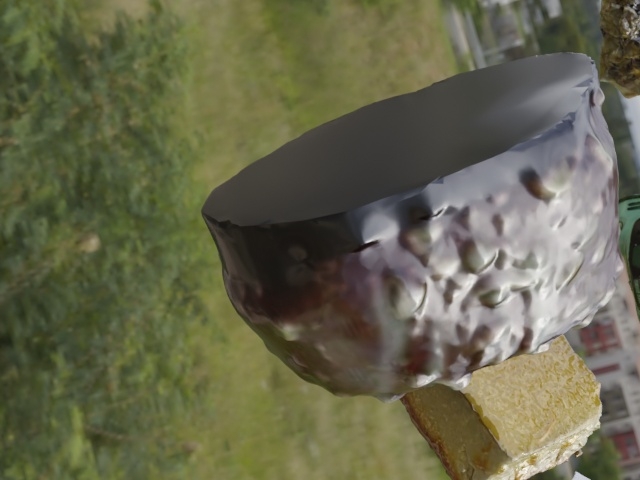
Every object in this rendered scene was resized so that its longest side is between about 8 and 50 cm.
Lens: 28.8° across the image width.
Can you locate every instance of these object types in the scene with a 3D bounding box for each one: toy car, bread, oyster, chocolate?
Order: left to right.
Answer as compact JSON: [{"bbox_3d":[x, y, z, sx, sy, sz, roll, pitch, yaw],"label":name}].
[{"bbox_3d":[0.094,0.008,0.995,0.225,0.340,0.210,-134,-157,-63],"label":"chocolate"},{"bbox_3d":[0.155,0.117,1.294,0.185,0.114,0.275,-13,61,-39],"label":"bread"},{"bbox_3d":[0.539,0.057,1.927,0.125,0.136,0.306,-69,146,-41],"label":"toy car"},{"bbox_3d":[0.488,-0.280,1.724,0.083,0.214,0.223,-55,155,-49],"label":"oyster"}]

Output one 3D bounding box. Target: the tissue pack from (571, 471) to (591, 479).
[{"bbox_3d":[0.555,0.547,2.156,0.071,0.325,0.170,-41,151,-45],"label":"tissue pack"}]
